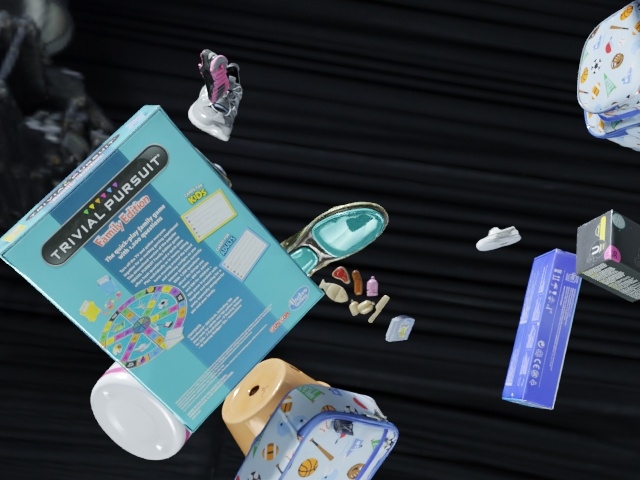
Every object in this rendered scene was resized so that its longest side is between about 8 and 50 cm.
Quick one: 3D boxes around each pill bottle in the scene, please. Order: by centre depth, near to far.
[{"bbox_3d":[-0.221,0.197,1.324,0.283,0.160,0.160,-53,-20,-50],"label":"pill bottle"}]

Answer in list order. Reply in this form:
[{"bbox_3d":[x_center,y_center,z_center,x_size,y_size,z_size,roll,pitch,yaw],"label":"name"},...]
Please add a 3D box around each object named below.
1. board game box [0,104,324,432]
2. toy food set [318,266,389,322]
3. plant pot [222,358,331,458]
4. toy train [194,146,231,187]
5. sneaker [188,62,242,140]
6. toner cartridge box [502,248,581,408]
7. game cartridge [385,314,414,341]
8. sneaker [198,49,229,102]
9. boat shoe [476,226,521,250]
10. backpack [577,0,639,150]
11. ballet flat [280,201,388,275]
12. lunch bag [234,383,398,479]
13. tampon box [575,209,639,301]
[{"bbox_3d":[-0.193,0.038,1.052,0.254,0.336,0.079,-46,24,-12],"label":"board game box"},{"bbox_3d":[0.064,0.089,1.466,0.078,0.122,0.019,-54,-24,5],"label":"toy food set"},{"bbox_3d":[-0.103,0.428,2.026,0.291,0.203,0.291,-34,23,16],"label":"plant pot"},{"bbox_3d":[-0.290,-0.025,1.424,0.334,0.142,0.190,-43,-3,-13],"label":"toy train"},{"bbox_3d":[-0.239,-0.336,1.944,0.115,0.105,0.281,-53,25,27],"label":"sneaker"},{"bbox_3d":[0.509,0.204,1.886,0.165,0.075,0.348,102,-177,-81],"label":"toner cartridge box"},{"bbox_3d":[0.172,0.187,1.768,0.083,0.017,0.056,3,-73,-55],"label":"game cartridge"},{"bbox_3d":[-0.209,-0.317,1.583,0.047,0.057,0.119,-44,-20,-32],"label":"sneaker"},{"bbox_3d":[0.342,-0.007,1.603,0.035,0.100,0.035,117,135,-59],"label":"boat shoe"},{"bbox_3d":[0.571,-0.280,1.439,0.263,0.213,0.277,139,148,-73],"label":"backpack"},{"bbox_3d":[0.000,0.000,1.865,0.348,0.123,0.123,-35,24,21],"label":"ballet flat"},{"bbox_3d":[-0.006,0.395,1.440,0.303,0.243,0.115,-57,40,11],"label":"lunch bag"},{"bbox_3d":[0.625,0.034,1.709,0.101,0.161,0.120,-38,33,53],"label":"tampon box"}]
